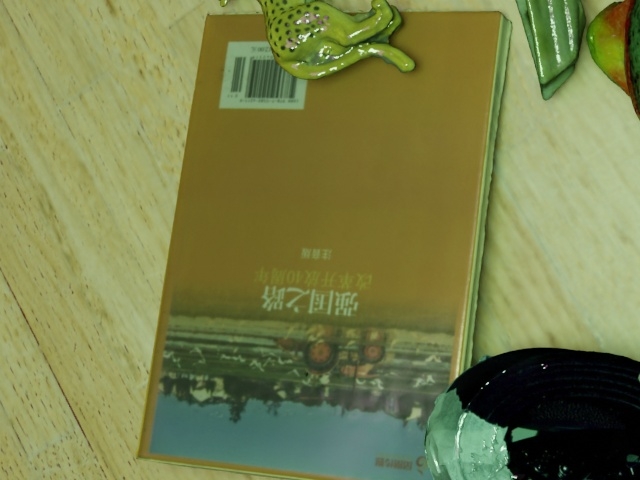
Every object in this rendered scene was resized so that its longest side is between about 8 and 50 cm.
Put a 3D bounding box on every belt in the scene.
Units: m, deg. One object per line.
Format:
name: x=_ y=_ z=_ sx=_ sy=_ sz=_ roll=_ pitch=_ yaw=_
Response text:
belt: x=0.171 y=0.152 z=1.058 sx=0.198 sy=0.078 sz=0.151 roll=7 pitch=87 yaw=-13

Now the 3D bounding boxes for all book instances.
book: x=0.000 y=0.000 z=1.164 sx=0.263 sy=0.028 sz=0.373 roll=4 pitch=80 yaw=23

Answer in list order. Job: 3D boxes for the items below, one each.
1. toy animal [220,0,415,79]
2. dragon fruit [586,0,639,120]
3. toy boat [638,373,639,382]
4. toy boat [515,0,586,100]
toy animal: x=-0.014 y=-0.181 z=1.166 sx=0.136 sy=0.073 sz=0.181 roll=-28 pitch=67 yaw=15
dragon fruit: x=0.322 y=-0.138 z=1.017 sx=0.295 sy=0.130 sz=0.268 roll=-3 pitch=95 yaw=23
toy boat: x=0.312 y=-0.007 z=0.904 sx=0.092 sy=0.141 sz=0.319 roll=22 pitch=111 yaw=-19
toy boat: x=0.134 y=-0.250 z=1.112 sx=0.055 sy=0.093 sz=0.293 roll=-22 pitch=79 yaw=4
